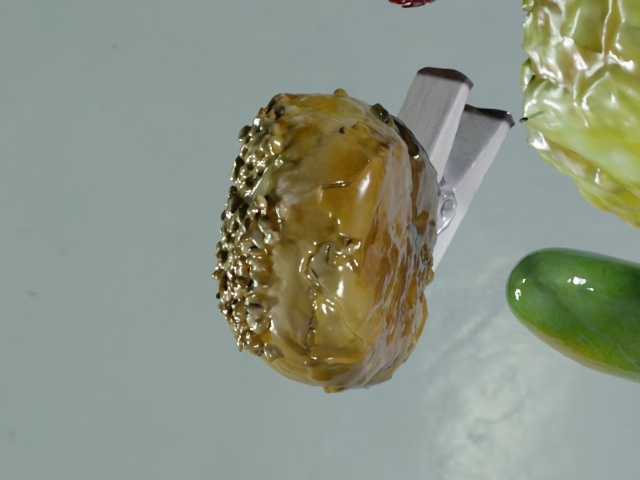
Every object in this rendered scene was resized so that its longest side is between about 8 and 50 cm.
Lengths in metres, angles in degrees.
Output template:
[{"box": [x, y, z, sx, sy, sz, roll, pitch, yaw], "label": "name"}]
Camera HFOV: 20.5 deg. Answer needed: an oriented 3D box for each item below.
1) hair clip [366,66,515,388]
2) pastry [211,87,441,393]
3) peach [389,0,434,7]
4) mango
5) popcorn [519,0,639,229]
[{"box": [0.085, -0.013, 1.797, 0.085, 0.101, 0.330, 16, 73, 34], "label": "hair clip"}, {"box": [0.000, 0.000, 1.489, 0.162, 0.311, 0.255, 5, 84, 17], "label": "pastry"}, {"box": [0.075, -0.209, 1.193, 0.127, 0.172, 0.092, -27, 86, -14], "label": "peach"}, {"box": [0.277, 0.074, 1.698, 0.156, 0.251, 0.114, 12, 89, 61], "label": "mango"}, {"box": [0.237, -0.120, 0.952, 0.247, 0.282, 0.282, 38, 104, 14], "label": "popcorn"}]
